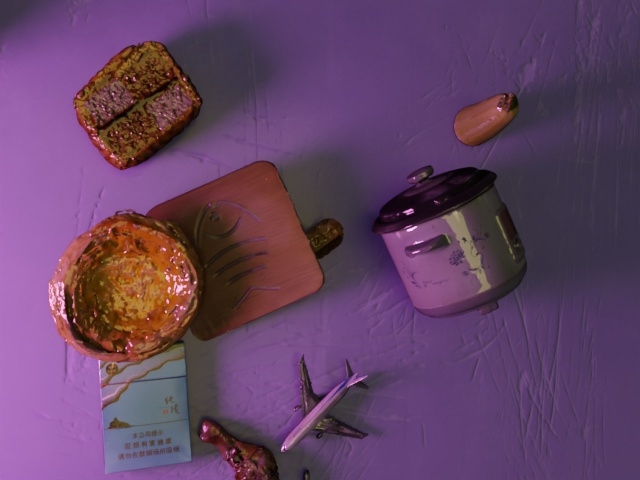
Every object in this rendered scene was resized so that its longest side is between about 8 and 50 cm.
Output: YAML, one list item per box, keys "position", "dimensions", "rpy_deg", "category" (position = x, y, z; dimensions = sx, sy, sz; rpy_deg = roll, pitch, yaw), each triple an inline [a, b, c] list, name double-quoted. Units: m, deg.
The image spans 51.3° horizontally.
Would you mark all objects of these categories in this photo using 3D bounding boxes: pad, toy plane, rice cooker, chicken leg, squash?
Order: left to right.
- position: [-0.168, 0.019, 1.301]
  dimensions: [0.286, 0.018, 0.284]
  rpy_deg: [-24, 94, -2]
  category: "pad"
- position: [-0.157, 0.417, 1.298]
  dimensions: [0.198, 0.069, 0.085]
  rpy_deg: [42, 101, -3]
  category: "chicken leg"
- position: [0.004, 0.341, 1.345]
  dimensions: [0.226, 0.058, 0.226]
  rpy_deg: [-40, 102, -11]
  category: "toy plane"
- position: [0.257, -0.009, 1.333]
  dimensions: [0.316, 0.264, 0.317]
  rpy_deg: [29, 51, -44]
  category: "rice cooker"
- position: [0.357, -0.265, 1.391]
  dimensions: [0.094, 0.224, 0.094]
  rpy_deg: [1, 85, -9]
  category: "squash"

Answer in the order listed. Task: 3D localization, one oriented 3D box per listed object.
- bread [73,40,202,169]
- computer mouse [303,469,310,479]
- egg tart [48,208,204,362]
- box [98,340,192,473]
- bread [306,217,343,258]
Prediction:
- position: [-0.346, -0.254, 1.255]
  dimensions: [0.222, 0.096, 0.181]
  rpy_deg: [-43, 99, -11]
  category: "bread"
- position: [-0.015, 0.649, 1.309]
  dimensions: [0.167, 0.090, 0.380]
  rpy_deg: [-3, 74, 4]
  category: "computer mouse"
- position: [-0.356, 0.081, 1.235]
  dimensions: [0.290, 0.107, 0.291]
  rpy_deg: [-1, 92, -18]
  category: "egg tart"
- position: [-0.331, 0.312, 1.259]
  dimensions: [0.161, 0.041, 0.229]
  rpy_deg: [-3, 88, -16]
  category: "box"
- position: [0.000, 0.000, 1.360]
  dimensions: [0.110, 0.060, 0.066]
  rpy_deg: [-36, 110, -17]
  category: "bread"
